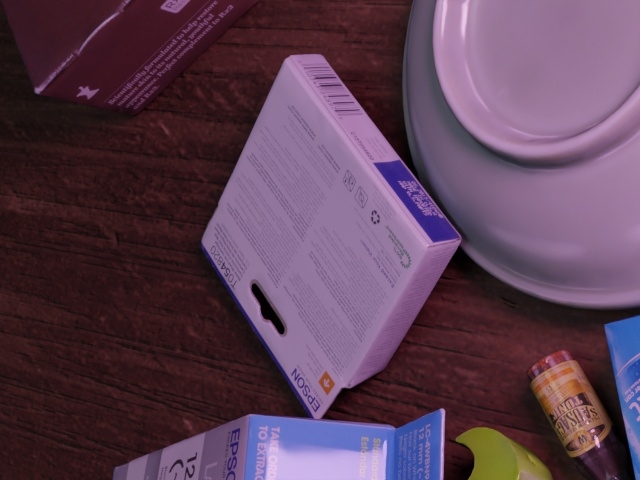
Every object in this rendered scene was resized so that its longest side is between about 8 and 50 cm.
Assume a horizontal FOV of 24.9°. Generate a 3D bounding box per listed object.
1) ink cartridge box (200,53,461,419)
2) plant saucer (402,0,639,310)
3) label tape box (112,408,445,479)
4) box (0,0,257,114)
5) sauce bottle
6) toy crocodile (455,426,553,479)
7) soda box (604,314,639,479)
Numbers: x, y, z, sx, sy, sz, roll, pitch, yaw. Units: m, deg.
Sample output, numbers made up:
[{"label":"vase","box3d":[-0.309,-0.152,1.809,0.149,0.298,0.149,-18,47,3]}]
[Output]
[{"label":"ink cartridge box","box3d":[0.000,0.000,1.206,0.223,0.045,0.224,55,135,28]},{"label":"plant saucer","box3d":[0.190,-0.154,1.027,0.400,0.100,0.401,-9,76,42]},{"label":"label tape box","box3d":[-0.052,0.269,1.094,0.347,0.115,0.249,-31,49,53]},{"label":"box","box3d":[-0.225,-0.331,1.377,0.191,0.143,0.381,-38,62,29]},{"label":"sauce bottle","box3d":[0.196,0.141,1.052,0.042,0.042,0.128,-43,61,27]},{"label":"toy crocodile","box3d":[0.076,0.302,1.086,0.105,0.115,0.341,34,104,42]},{"label":"soda box","box3d":[0.257,0.152,0.982,0.067,0.071,0.210,-20,73,36]}]
